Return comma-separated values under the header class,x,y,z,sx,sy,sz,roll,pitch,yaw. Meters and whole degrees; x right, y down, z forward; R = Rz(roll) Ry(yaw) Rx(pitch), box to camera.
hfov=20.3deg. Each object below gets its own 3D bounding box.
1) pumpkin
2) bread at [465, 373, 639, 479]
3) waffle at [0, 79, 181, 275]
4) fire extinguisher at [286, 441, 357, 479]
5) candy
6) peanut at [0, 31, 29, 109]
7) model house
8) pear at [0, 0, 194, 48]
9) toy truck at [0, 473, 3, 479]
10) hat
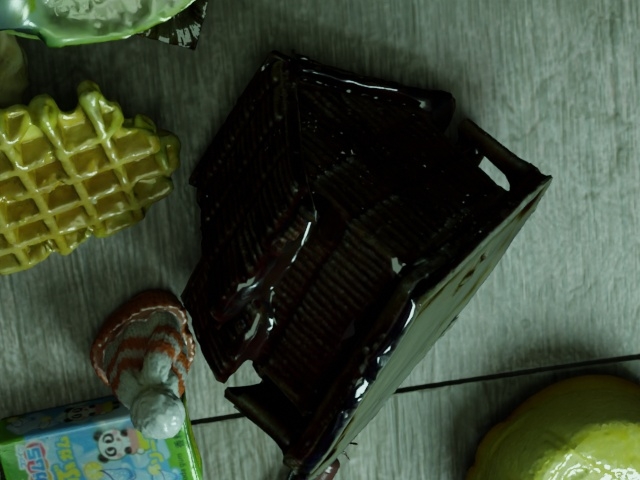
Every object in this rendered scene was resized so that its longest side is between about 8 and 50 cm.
class,x,y,z,sx,sy,sz,roll,pitch,yaw
pumpkin,-0.142,-0.225,1.658,0.074,0.054,0.083,10,104,-17
bread,0.289,0.280,1.862,0.270,0.148,0.270,-3,107,-9
waffle,-0.236,-0.066,1.638,0.219,0.057,0.229,-18,151,-2
fire extinguisher,-0.015,0.259,1.868,0.056,0.039,0.132,22,106,-25
candy,-0.223,0.215,1.807,0.194,0.062,0.097,-12,112,-3
peanut,-0.396,-0.214,1.572,0.140,0.153,0.325,-45,117,6
model house,0.000,0.000,1.707,0.282,0.297,0.317,38,120,12
pear,-0.221,-0.375,1.528,0.399,0.165,0.399,-3,111,-7
toy truck,-0.400,0.310,1.805,0.191,0.085,0.116,-16,121,1
hat,-0.165,0.130,1.731,0.112,0.162,0.093,-41,114,12
